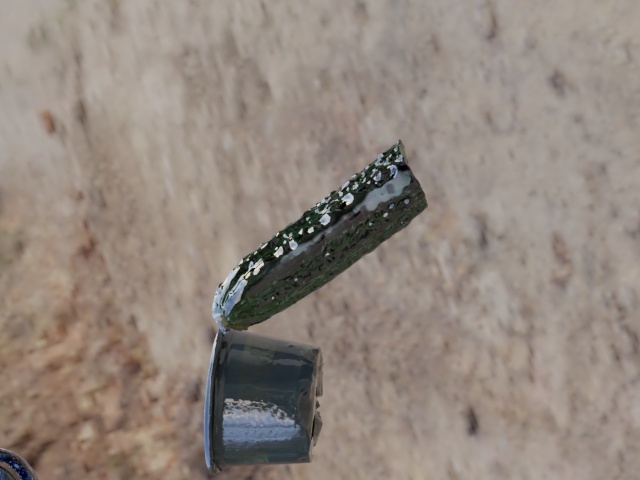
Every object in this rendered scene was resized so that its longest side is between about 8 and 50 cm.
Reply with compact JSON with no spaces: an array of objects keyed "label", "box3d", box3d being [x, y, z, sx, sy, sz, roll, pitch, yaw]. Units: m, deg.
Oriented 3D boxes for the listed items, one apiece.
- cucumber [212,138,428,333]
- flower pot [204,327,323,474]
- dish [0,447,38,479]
[{"label":"cucumber","box3d":[0.000,0.001,1.456,0.077,0.265,0.077,47,160,22]},{"label":"flower pot","box3d":[-0.052,0.163,1.563,0.157,0.107,0.157,6,-90,-83]},{"label":"dish","box3d":[-0.437,0.334,2.021,0.078,0.141,0.141,-176,67,-75]}]
